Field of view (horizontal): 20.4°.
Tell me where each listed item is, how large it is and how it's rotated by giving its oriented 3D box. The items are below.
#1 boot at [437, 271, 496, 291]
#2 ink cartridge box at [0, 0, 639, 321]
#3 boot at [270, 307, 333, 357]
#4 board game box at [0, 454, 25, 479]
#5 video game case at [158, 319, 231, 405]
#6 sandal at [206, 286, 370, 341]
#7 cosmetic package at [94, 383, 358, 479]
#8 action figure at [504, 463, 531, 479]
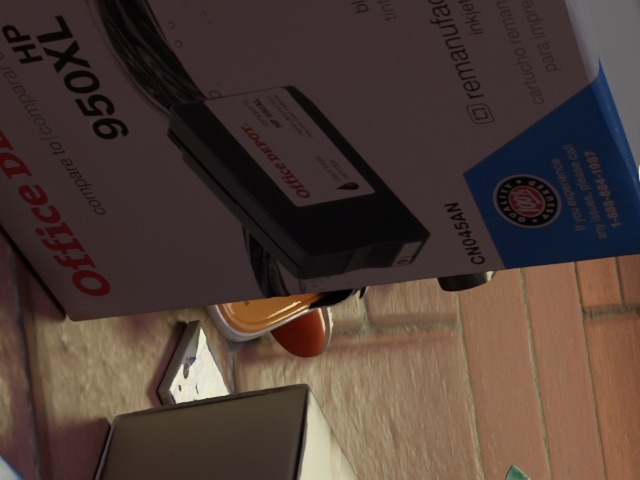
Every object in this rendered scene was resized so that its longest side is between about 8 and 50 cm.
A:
[{"bbox_3d":[0.121,-0.115,1.884,0.264,0.096,0.280,-54,130,-66],"label":"boot"},{"bbox_3d":[-0.023,-0.115,1.046,0.285,0.394,0.166,61,30,-43],"label":"ink cartridge box"},{"bbox_3d":[-0.044,0.044,1.420,0.158,0.059,0.085,61,30,-25],"label":"boot"},{"bbox_3d":[-0.189,0.198,0.949,0.210,0.047,0.160,57,30,-46],"label":"board game box"},{"bbox_3d":[-0.084,0.133,1.326,0.087,0.011,0.122,-69,145,-54],"label":"video game case"},{"bbox_3d":[0.003,0.010,1.382,0.265,0.076,0.102,-37,110,-57],"label":"sandal"},{"bbox_3d":[-0.031,0.249,1.218,0.129,0.153,0.296,-80,154,-46],"label":"cosmetic package"},{"bbox_3d":[0.183,0.370,1.884,0.137,0.063,0.232,65,32,-40],"label":"action figure"}]
